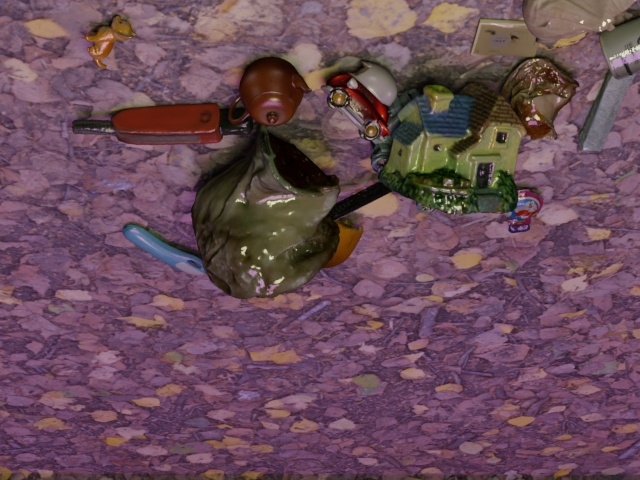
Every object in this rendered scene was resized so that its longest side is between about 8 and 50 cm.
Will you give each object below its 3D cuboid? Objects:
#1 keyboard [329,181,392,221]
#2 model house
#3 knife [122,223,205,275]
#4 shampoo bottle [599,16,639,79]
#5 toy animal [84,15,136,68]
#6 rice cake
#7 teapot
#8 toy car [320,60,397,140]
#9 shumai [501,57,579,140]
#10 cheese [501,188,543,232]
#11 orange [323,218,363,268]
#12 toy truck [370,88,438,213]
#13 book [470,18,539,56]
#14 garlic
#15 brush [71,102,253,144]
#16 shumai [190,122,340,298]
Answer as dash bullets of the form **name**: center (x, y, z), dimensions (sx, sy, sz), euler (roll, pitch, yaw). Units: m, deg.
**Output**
- **keyboard**: center (0.064, -0.074, 2.056), dimensions (0.198, 0.063, 0.010), euler (-27, 117, 13)
- **model house**: center (0.227, -0.163, 1.771), dimensions (0.214, 0.195, 0.189), euler (0, 111, -23)
- **knife**: center (-0.329, 0.019, 2.241), dimensions (0.064, 0.031, 0.222), euler (-24, 138, 36)
- **shampoo bottle**: center (0.585, -0.342, 1.684), dimensions (0.262, 0.085, 0.085), euler (-20, 143, 24)
- **toy animal**: center (-0.332, -0.319, 1.696), dimensions (0.083, 0.060, 0.081), euler (-7, 107, 9)
- **rice cake**: center (0.512, -0.239, 1.879), dimensions (0.045, 0.042, 0.245), euler (3, 147, -2)
- **teapot**: center (-0.087, -0.240, 1.783), dimensions (0.173, 0.116, 0.116), euler (-20, 143, 27)
- **toy car**: center (0.080, -0.243, 1.785), dimensions (0.139, 0.112, 0.112), euler (44, 92, -7)
- **shumai**: center (0.381, -0.232, 1.813), dimensions (0.146, 0.116, 0.145), euler (-5, 147, -3)
- **cheese**: center (0.407, -0.060, 2.151), dimensions (0.095, 0.038, 0.145), euler (-5, 146, 6)
- **orange**: center (0.000, 0.000, 2.167), dimensions (0.170, 0.112, 0.160), euler (4, 149, 11)
- **toy truck**: center (0.178, -0.165, 1.922), dimensions (0.140, 0.108, 0.257), euler (-33, 135, 19)
- **book**: center (0.310, -0.334, 1.746), dimensions (0.111, 0.014, 0.077), euler (1, 147, -5)
- **garlic**: center (0.400, -0.391, 1.540), dimensions (0.229, 0.178, 0.142), euler (-26, 112, 2)
- **brush**: center (-0.280, -0.203, 1.870), dimensions (0.323, 0.070, 0.051), euler (0, 146, 2)
- **shumai**: center (-0.118, -0.089, 1.928), dimensions (0.292, 0.330, 0.288), euler (-32, 131, -20)
